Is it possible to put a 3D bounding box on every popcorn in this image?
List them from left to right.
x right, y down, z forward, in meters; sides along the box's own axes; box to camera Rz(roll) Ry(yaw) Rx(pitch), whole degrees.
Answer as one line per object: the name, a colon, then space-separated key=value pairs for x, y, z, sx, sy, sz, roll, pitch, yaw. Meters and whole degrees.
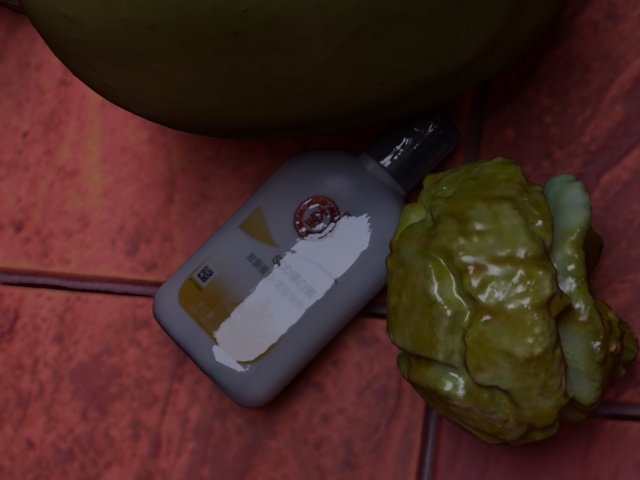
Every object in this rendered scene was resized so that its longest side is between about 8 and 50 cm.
popcorn: x=0.140 y=0.047 z=1.462 sx=0.184 sy=0.204 sz=0.221 roll=-13 pitch=84 yaw=11

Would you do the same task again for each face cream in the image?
face cream: x=0.000 y=0.000 z=1.580 sx=0.291 sy=0.071 sz=0.144 roll=-43 pitch=67 yaw=-1

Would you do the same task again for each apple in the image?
apple: x=-0.025 y=-0.294 z=1.481 sx=0.474 sy=0.473 sz=0.473 roll=-5 pitch=72 yaw=14

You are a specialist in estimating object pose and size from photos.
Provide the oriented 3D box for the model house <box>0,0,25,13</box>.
model house: x=-0.274 y=-0.239 z=1.739 sx=0.083 sy=0.058 sz=0.057 roll=20 pitch=80 yaw=22
